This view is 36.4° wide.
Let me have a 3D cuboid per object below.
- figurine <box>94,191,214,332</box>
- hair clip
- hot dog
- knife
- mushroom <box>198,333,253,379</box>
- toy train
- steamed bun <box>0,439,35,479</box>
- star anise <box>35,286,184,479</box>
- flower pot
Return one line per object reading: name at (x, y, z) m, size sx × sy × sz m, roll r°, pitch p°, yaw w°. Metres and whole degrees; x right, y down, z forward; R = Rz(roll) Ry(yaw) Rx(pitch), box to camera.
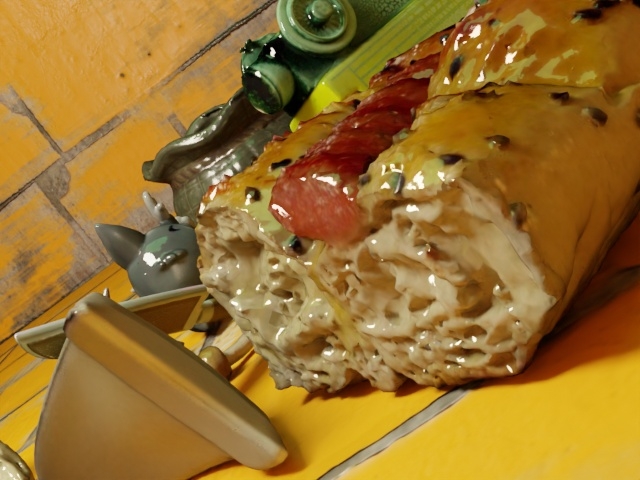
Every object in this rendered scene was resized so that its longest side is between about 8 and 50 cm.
figurine at (-0.189, 0.032, 1.265) m, size 0.140 × 0.193 × 0.265 m, roll -42°, pitch 0°, yaw -18°
hair clip at (-0.137, 0.127, 0.753) m, size 0.282 × 0.172 × 0.113 m, roll -45°, pitch 12°, yaw 46°
hot dog at (0.115, -0.076, 0.703) m, size 0.365 × 0.196 × 0.367 m, roll -39°, pitch 13°, yaw -31°
knife at (-0.126, 0.060, 0.893) m, size 0.343 × 0.027 × 0.061 m, roll -11°, pitch -35°, yaw -44°
mushroom at (-0.052, 0.062, 1.052) m, size 0.068 × 0.043 × 0.306 m, roll -8°, pitch 22°, yaw 26°
toy train at (0.105, -0.253, 1.247) m, size 0.442 × 0.272 × 0.179 m, roll -44°, pitch -1°, yaw -29°
steamed bun at (-0.316, 0.241, 0.808) m, size 0.231 × 0.110 × 0.212 m, roll -11°, pitch 37°, yaw -1°
star anise at (-0.269, 0.187, 1.072) m, size 0.219 × 0.148 × 0.227 m, roll -4°, pitch 45°, yaw 2°
flower pot at (-0.103, -0.120, 1.500) m, size 0.302 × 0.213 × 0.302 m, roll -36°, pitch 11°, yaw 8°
